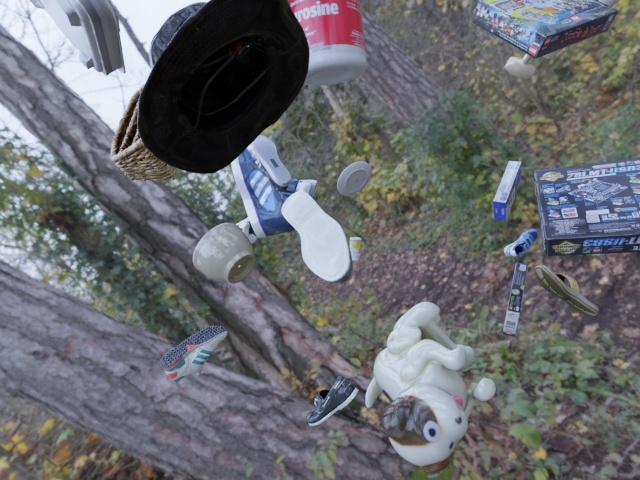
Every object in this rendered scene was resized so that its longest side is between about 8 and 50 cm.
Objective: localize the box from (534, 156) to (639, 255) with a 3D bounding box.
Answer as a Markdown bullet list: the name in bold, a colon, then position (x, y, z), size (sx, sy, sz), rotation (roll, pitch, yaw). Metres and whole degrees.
- **box**: position (0.726, -0.091, 1.173), size (0.296, 0.073, 0.293), rotation (-5, 41, 21)

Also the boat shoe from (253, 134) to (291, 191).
- **boat shoe**: position (-0.109, -0.165, 0.979), size (0.049, 0.142, 0.040), rotation (-18, -25, -25)

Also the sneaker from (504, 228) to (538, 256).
- **sneaker**: position (0.747, 0.012, 1.664), size (0.144, 0.053, 0.059), rotation (-40, 8, -3)

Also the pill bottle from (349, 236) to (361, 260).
- **pill bottle**: position (0.129, 0.031, 1.688), size (0.043, 0.044, 0.083), rotation (-80, -8, -82)

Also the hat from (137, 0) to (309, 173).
- **hat**: position (-0.172, -0.260, 0.703), size (0.331, 0.134, 0.331), rotation (-43, -14, -13)

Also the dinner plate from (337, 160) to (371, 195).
- **dinner plate**: position (0.121, -0.211, 1.577), size (0.141, 0.017, 0.141), rotation (-23, -40, -21)

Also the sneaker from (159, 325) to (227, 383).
- **sneaker**: position (-0.277, 0.259, 1.027), size (0.161, 0.075, 0.057), rotation (-32, 31, -32)

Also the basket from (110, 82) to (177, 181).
- **basket**: position (-0.573, -0.370, 1.465), size (0.223, 0.214, 0.299), rotation (72, -156, -65)

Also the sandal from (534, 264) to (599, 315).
- **sandal**: position (0.585, 0.111, 1.077), size (0.049, 0.180, 0.072), rotation (-53, -2, -11)

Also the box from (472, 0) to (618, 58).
- **box**: position (0.439, -0.440, 0.889), size (0.233, 0.159, 0.044), rotation (-26, -32, -24)

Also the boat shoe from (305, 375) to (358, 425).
- **boat shoe**: position (0.021, 0.494, 1.399), size (0.233, 0.079, 0.084), rotation (-49, -3, 34)

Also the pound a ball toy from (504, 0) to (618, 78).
- **pound a ball toy**: position (0.640, -0.560, 1.142), size (0.208, 0.136, 0.319), rotation (-63, 8, -28)

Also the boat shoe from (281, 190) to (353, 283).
- **boat shoe**: position (0.004, -0.003, 1.050), size (0.109, 0.091, 0.305), rotation (-38, 44, 5)

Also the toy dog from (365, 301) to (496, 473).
- **toy dog**: position (0.275, 0.422, 1.275), size (0.396, 0.284, 0.408), rotation (-27, 17, 15)

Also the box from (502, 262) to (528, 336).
- **box**: position (0.602, 0.180, 1.400), size (0.207, 0.036, 0.114), rotation (-57, -32, -41)

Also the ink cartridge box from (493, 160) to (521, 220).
- **ink cartridge box**: position (0.669, -0.179, 1.620), size (0.207, 0.046, 0.097), rotation (-59, -36, -28)

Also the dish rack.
- **dish rack**: position (-0.508, -0.477, 0.884), size (0.072, 0.285, 0.333), rotation (-42, 11, -16)

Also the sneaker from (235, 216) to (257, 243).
- **sneaker**: position (-0.279, -0.026, 1.605), size (0.153, 0.094, 0.235), rotation (-18, 19, 19)

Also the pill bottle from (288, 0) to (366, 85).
- **pill bottle**: position (0.005, -0.696, 1.357), size (0.229, 0.407, 0.229), rotation (-7, 4, 0)

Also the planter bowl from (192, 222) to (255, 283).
- **planter bowl**: position (-0.245, 0.048, 1.223), size (0.162, 0.109, 0.162), rotation (-38, -30, -26)

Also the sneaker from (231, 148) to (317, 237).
- **sneaker**: position (-0.132, -0.182, 1.428), size (0.236, 0.322, 0.130), rotation (-18, -4, 5)
